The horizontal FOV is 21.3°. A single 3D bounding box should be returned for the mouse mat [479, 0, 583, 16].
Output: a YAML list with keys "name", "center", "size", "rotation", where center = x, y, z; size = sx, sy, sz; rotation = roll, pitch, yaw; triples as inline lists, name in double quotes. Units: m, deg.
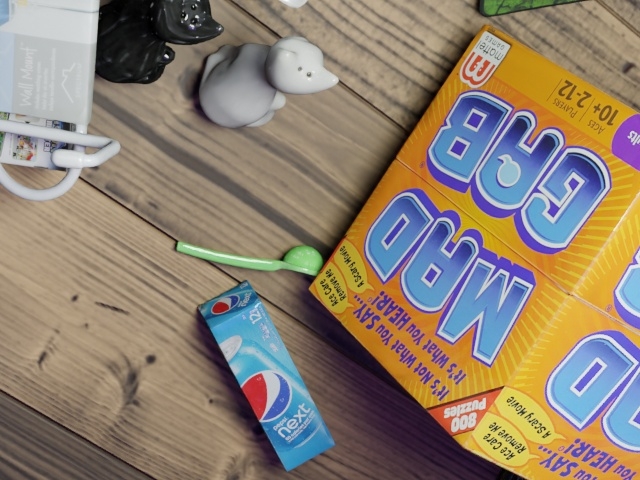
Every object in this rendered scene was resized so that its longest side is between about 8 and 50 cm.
- name: "mouse mat"
  center: [0.265, -0.320, 1.859]
  size: [0.189, 0.007, 0.152]
  rotation: [-13, 133, -19]

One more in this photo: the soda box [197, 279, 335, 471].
- name: "soda box"
  center: [-0.061, 0.154, 1.938]
  size: [0.067, 0.071, 0.210]
  rotation: [-29, 115, -5]

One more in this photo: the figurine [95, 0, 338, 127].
- name: "figurine"
  center: [-0.105, -0.188, 1.713]
  size: [0.215, 0.209, 0.092]
  rotation: [21, 78, -23]

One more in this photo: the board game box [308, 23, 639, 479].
- name: "board game box"
  center: [0.282, 0.048, 1.811]
  size: [0.356, 0.356, 0.356]
  rotation: [28, 99, -35]

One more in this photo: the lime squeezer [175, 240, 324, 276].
- name: "lime squeezer"
  center: [0.000, 0.000, 1.908]
  size: [0.310, 0.059, 0.110]
  rotation: [-21, 114, -8]

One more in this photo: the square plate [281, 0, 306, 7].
- name: "square plate"
  center: [-0.061, -0.428, 1.579]
  size: [0.344, 0.049, 0.347]
  rotation: [34, 129, -15]

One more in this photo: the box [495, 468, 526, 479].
- name: "box"
  center: [0.302, 0.253, 2.035]
  size: [0.044, 0.159, 0.233]
  rotation: [25, 102, -24]

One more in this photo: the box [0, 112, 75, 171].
- name: "box"
  center: [-0.303, -0.179, 1.745]
  size: [0.114, 0.036, 0.207]
  rotation: [8, 108, -2]

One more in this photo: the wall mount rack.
- name: "wall mount rack"
  center: [-0.340, -0.202, 1.653]
  size: [0.304, 0.130, 0.350]
  rotation: [9, 107, 13]
